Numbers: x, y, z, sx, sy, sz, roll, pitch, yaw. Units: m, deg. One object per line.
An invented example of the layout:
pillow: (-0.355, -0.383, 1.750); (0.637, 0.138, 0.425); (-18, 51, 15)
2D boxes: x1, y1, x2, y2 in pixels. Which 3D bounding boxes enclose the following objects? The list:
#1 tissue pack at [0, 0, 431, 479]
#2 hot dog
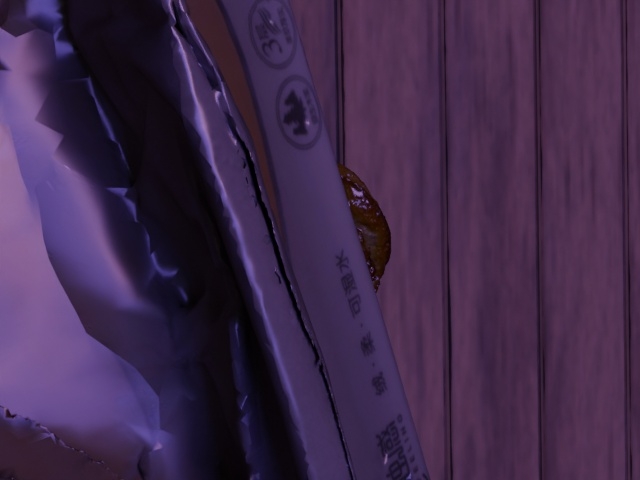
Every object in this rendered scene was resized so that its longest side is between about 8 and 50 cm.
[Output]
tissue pack: (-0.068, 0.036, 0.626); (0.238, 0.238, 0.305); (-26, 107, -34)
hot dog: (0.000, 0.000, 0.794); (0.083, 0.035, 0.058); (50, 60, -27)
